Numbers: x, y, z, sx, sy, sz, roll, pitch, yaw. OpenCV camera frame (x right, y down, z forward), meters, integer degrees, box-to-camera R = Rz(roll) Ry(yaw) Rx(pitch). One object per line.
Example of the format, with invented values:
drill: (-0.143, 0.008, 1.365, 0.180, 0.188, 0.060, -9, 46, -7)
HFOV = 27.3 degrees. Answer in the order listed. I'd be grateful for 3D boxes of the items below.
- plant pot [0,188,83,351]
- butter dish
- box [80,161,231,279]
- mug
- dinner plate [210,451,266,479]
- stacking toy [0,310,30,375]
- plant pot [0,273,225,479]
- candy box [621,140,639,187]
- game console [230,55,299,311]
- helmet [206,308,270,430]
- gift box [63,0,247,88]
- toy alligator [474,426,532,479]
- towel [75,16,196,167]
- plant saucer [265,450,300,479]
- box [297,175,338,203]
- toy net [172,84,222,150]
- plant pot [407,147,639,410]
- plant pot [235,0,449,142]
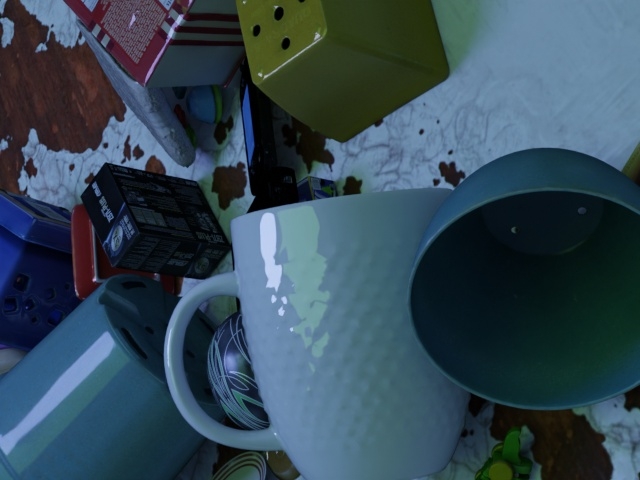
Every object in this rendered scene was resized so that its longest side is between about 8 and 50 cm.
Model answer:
plant pot: (-0.481, 0.047, 2.163, 0.236, 0.236, 0.212, 28, 97, 43)
butter dish: (-0.321, 0.031, 2.076, 0.118, 0.160, 0.160, 141, 125, -62)
box: (-0.245, -0.027, 1.965, 0.077, 0.180, 0.147, -49, 53, 26)
mug: (0.000, 0.126, 1.577, 0.276, 0.374, 0.327, 134, 129, -84)
dinner plate: (-0.124, 0.361, 1.860, 0.141, 0.017, 0.141, -36, 29, 24)
stacking toy: (-0.602, 0.142, 2.341, 0.141, 0.141, 0.330, -54, 46, 25)
plant pot: (-0.308, 0.248, 1.906, 0.334, 0.341, 0.341, -46, 54, 20)
candy box: (0.412, -0.112, 1.407, 0.109, 0.053, 0.186, 46, 116, 39)
game console: (-0.091, -0.088, 1.874, 0.213, 0.044, 0.361, 122, 146, -55)
helmet: (-0.070, 0.173, 1.751, 0.169, 0.162, 0.169, -24, 61, 56)
gift box: (-0.191, -0.393, 1.909, 0.276, 0.258, 0.255, 52, 122, 19)
toy alligator: (0.201, 0.303, 1.558, 0.051, 0.056, 0.189, 30, 110, 1)
towel: (-0.284, -0.242, 2.034, 0.049, 0.187, 0.282, -35, 44, -7)
plant saucer: (-0.052, 0.294, 1.836, 0.083, 0.015, 0.083, -9, 78, 44)
box: (0.000, 0.000, 1.804, 0.059, 0.054, 0.168, -30, 62, 38)
toy net: (-0.214, -0.255, 2.074, 0.122, 0.045, 0.232, 105, 147, -50)
plant pot: (0.244, 0.013, 1.434, 0.290, 0.290, 0.195, -45, 19, 31)
plant pot: (0.011, -0.280, 1.742, 0.212, 0.187, 0.212, -29, 63, 38)
